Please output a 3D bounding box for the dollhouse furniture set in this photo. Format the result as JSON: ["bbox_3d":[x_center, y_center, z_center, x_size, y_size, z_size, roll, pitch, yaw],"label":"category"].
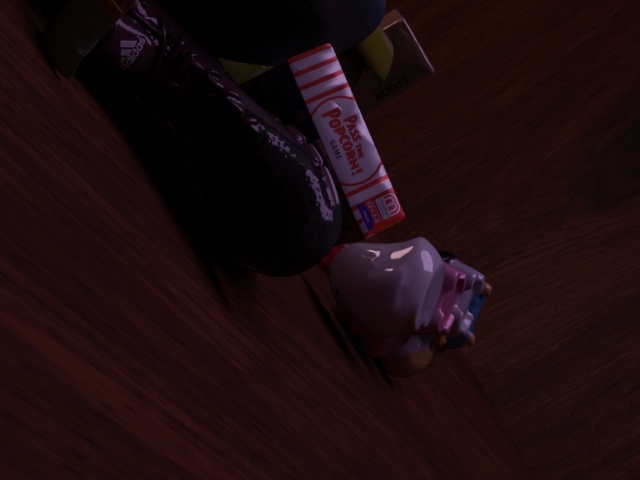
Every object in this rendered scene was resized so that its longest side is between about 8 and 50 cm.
[{"bbox_3d":[-0.181,-0.185,1.157,0.058,0.076,0.152,38,15,-38],"label":"dollhouse furniture set"}]

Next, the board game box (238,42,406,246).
[{"bbox_3d":[-0.026,-0.061,1.348,0.193,0.045,0.147,-14,-80,60],"label":"board game box"}]

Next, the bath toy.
[{"bbox_3d":[0.084,0.067,1.839,0.129,0.151,0.348,20,-3,17],"label":"bath toy"}]

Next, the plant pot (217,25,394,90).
[{"bbox_3d":[-0.051,-0.252,1.969,0.228,0.207,0.227,61,5,18],"label":"plant pot"}]

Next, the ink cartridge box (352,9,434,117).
[{"bbox_3d":[0.024,-0.200,2.208,0.088,0.234,0.193,58,6,-9],"label":"ink cartridge box"}]

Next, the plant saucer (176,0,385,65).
[{"bbox_3d":[-0.105,-0.217,1.310,0.317,0.044,0.317,22,-17,7],"label":"plant saucer"}]

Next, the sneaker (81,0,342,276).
[{"bbox_3d":[-0.106,-0.095,1.227,0.281,0.106,0.162,49,6,27],"label":"sneaker"}]
